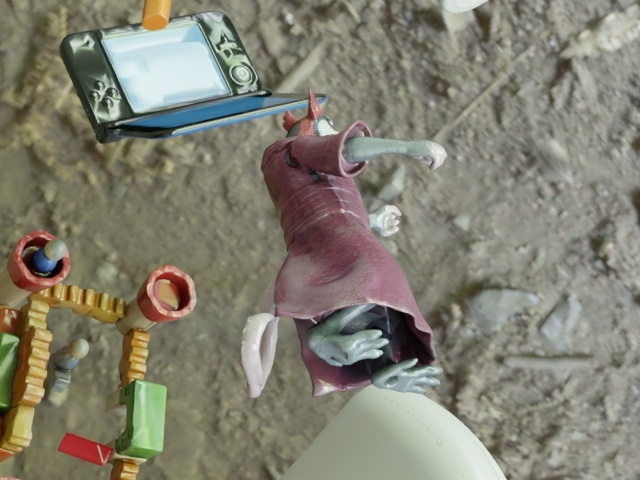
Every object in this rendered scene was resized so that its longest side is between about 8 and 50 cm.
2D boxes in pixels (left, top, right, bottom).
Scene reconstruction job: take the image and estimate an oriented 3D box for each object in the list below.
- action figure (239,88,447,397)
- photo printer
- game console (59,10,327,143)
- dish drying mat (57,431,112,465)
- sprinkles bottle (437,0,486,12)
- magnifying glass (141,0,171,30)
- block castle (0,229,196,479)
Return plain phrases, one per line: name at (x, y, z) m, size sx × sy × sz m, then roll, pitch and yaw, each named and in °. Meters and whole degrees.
action figure at (0.000, 0.000, 1.343) m, size 0.276 × 0.248 × 0.370 m, roll -13°, pitch 58°, yaw -12°
photo printer at (0.061, 0.324, 1.368) m, size 0.307 × 0.107 × 0.256 m, roll -48°, pitch 47°, yaw 5°
game console at (-0.183, -0.243, 1.755) m, size 0.173 × 0.293 × 0.250 m, roll -42°, pitch 69°, yaw 53°
dish drying mat at (-0.353, 0.313, 1.838) m, size 0.083 × 0.008 × 0.032 m, roll 15°, pitch 65°, yaw 23°
sprinkles bottle at (0.154, -0.518, 1.868) m, size 0.121 × 0.121 × 0.355 m, roll -34°, pitch 71°, yaw 15°
magnifying glass at (-0.178, -0.317, 1.381) m, size 0.092 × 0.026 × 0.231 m, roll -10°, pitch 49°, yaw 10°
block castle at (-0.345, 0.229, 1.766) m, size 0.213 × 0.303 × 0.453 m, roll -33°, pitch 47°, yaw 48°
